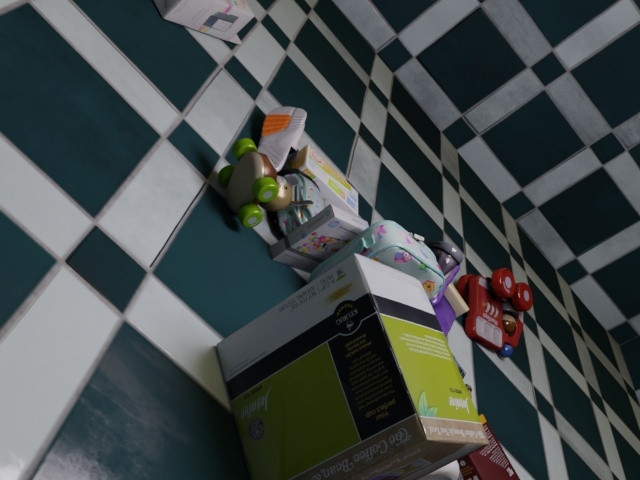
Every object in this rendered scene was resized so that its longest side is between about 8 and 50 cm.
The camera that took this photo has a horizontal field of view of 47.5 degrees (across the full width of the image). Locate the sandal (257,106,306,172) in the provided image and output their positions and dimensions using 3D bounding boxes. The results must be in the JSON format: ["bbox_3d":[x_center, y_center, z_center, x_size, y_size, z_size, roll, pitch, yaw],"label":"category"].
[{"bbox_3d":[-0.110,-0.243,1.864,0.076,0.101,0.265,89,17,-50],"label":"sandal"}]

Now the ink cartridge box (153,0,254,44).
[{"bbox_3d":[-0.320,-0.678,1.989,0.207,0.119,0.353,61,26,13],"label":"ink cartridge box"}]

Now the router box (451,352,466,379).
[{"bbox_3d":[0.343,0.352,1.969,0.092,0.038,0.122,55,25,3],"label":"router box"}]

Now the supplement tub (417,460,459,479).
[{"bbox_3d":[0.147,0.362,1.430,0.191,0.191,0.272,30,35,-42],"label":"supplement tub"}]

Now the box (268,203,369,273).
[{"bbox_3d":[0.000,0.000,1.628,0.145,0.186,0.038,23,40,-50],"label":"box"}]

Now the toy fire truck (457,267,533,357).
[{"bbox_3d":[0.578,0.247,2.409,0.302,0.169,0.254,32,57,-39],"label":"toy fire truck"}]

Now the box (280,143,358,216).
[{"bbox_3d":[-0.005,-0.130,1.880,0.203,0.103,0.114,42,28,-26],"label":"box"}]

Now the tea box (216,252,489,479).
[{"bbox_3d":[0.043,0.254,1.218,0.220,0.329,0.324,23,41,-49],"label":"tea box"}]

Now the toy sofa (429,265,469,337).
[{"bbox_3d":[0.307,0.193,1.942,0.150,0.177,0.362,56,25,0],"label":"toy sofa"}]

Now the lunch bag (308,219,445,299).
[{"bbox_3d":[0.122,0.085,1.626,0.224,0.279,0.108,36,27,-30],"label":"lunch bag"}]

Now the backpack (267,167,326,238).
[{"bbox_3d":[-0.050,-0.074,1.720,0.152,0.115,0.182,39,32,-36],"label":"backpack"}]

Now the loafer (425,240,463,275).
[{"bbox_3d":[0.265,0.068,1.892,0.109,0.095,0.302,37,-14,-7],"label":"loafer"}]

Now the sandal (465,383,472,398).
[{"bbox_3d":[0.368,0.415,1.889,0.049,0.072,0.180,41,14,23],"label":"sandal"}]

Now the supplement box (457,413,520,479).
[{"bbox_3d":[0.335,0.524,1.632,0.191,0.129,0.194,-3,60,-61],"label":"supplement box"}]

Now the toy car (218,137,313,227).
[{"bbox_3d":[-0.103,-0.119,1.597,0.188,0.149,0.155,4,43,-39],"label":"toy car"}]
